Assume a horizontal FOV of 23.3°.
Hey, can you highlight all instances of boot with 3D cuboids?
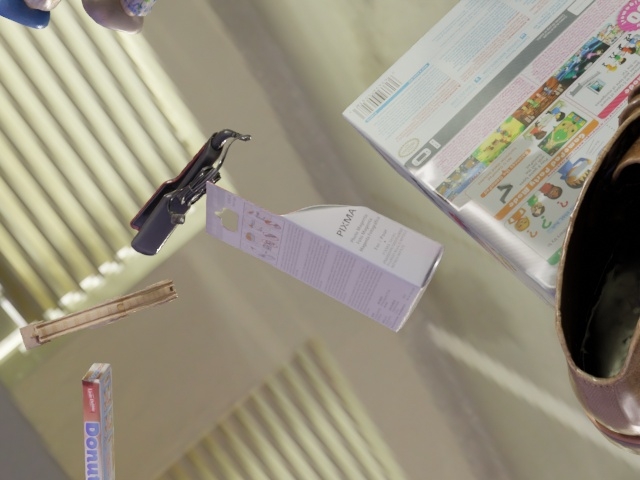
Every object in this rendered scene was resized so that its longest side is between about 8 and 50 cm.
[{"bbox_3d":[0.192,-0.051,0.770,0.112,0.305,0.115,10,162,32],"label":"boot"}]

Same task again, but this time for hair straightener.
[{"bbox_3d":[-0.160,-0.053,1.925,0.047,0.230,0.089,29,-145,-31],"label":"hair straightener"}]

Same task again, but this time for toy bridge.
[{"bbox_3d":[-0.225,0.075,1.628,0.063,0.188,0.026,-19,89,48],"label":"toy bridge"}]

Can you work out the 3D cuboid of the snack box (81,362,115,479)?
[{"bbox_3d":[-0.238,0.226,1.670,0.064,0.022,0.178,-69,-21,-78],"label":"snack box"}]

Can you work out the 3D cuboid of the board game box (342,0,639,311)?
[{"bbox_3d":[0.182,-0.083,1.096,0.097,0.224,0.303,46,-179,-36],"label":"board game box"}]

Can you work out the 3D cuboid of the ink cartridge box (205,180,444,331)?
[{"bbox_3d":[0.000,0.000,1.560,0.232,0.066,0.189,31,164,4],"label":"ink cartridge box"}]

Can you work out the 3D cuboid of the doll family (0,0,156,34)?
[{"bbox_3d":[-0.062,-0.204,0.729,0.118,0.163,0.263,25,-142,-30],"label":"doll family"}]
